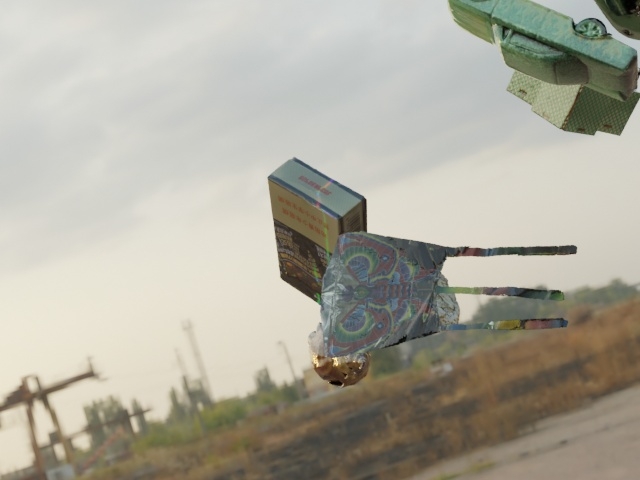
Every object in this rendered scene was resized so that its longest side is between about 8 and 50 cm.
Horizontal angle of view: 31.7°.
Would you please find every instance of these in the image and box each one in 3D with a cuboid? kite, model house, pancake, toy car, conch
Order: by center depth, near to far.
[{"bbox_3d":[0.133,0.051,1.222,0.285,0.152,0.015,-3,-24,20],"label":"kite"},{"bbox_3d":[0.118,0.056,1.365,0.022,0.139,0.139,-44,-18,24],"label":"pancake"},{"bbox_3d":[0.017,0.159,1.687,0.086,0.080,0.233,-54,28,6],"label":"conch"},{"bbox_3d":[0.339,-0.313,1.757,0.097,0.321,0.141,-60,-20,-5],"label":"toy car"},{"bbox_3d":[0.513,-0.315,2.244,0.178,0.271,0.206,-66,-4,28],"label":"model house"}]

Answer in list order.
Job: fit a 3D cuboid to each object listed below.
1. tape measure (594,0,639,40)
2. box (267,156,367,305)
[{"bbox_3d":[0.480,-0.394,1.654,0.235,0.115,0.207,42,-19,-34],"label":"tape measure"},{"bbox_3d":[0.000,0.000,2.303,0.084,0.198,0.310,-40,-34,-29],"label":"box"}]
